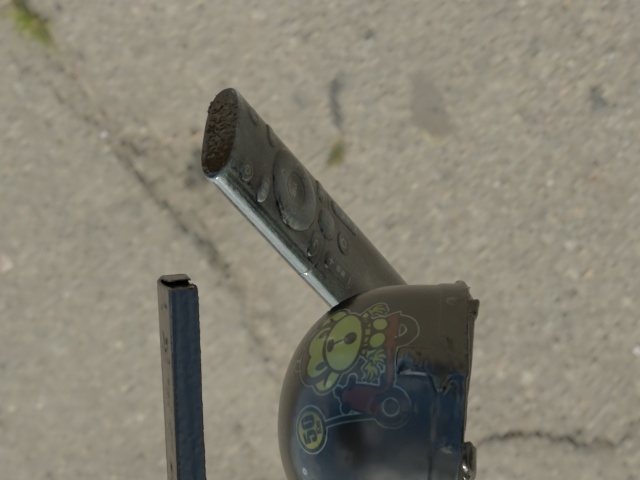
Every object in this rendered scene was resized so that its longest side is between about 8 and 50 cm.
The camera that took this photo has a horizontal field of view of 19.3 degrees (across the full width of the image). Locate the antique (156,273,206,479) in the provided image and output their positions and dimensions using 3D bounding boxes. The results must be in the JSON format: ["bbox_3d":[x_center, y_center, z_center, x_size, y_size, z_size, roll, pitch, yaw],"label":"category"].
[{"bbox_3d":[-0.057,0.111,0.801,0.031,0.015,0.192,-158,64,-75],"label":"antique"}]

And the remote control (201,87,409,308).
[{"bbox_3d":[0.000,0.000,1.841,0.044,0.107,0.377,-17,139,23],"label":"remote control"}]

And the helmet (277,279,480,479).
[{"bbox_3d":[0.044,0.150,1.543,0.160,0.230,0.279,7,151,-3],"label":"helmet"}]
